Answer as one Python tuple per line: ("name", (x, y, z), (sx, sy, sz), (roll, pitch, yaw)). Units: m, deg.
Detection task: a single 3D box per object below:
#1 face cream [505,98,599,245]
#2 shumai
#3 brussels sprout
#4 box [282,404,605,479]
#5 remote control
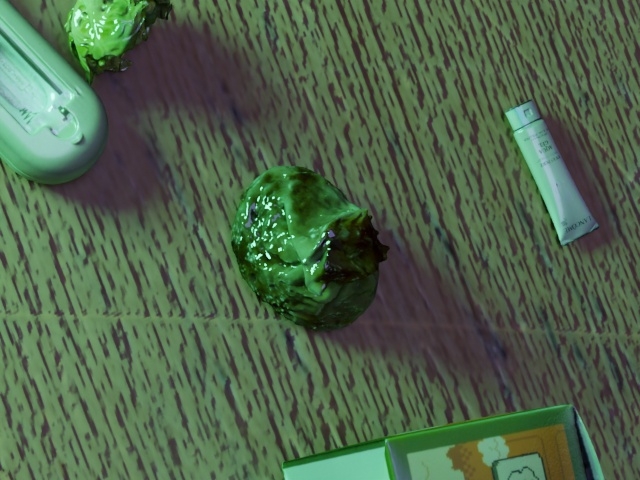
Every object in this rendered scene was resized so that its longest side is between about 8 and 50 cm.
("face cream", (0.176, -0.053, 1.279), (0.038, 0.020, 0.115), (-26, 92, -24))
("shumai", (-0.001, 0.001, 1.162), (0.124, 0.087, 0.099), (47, 68, -5))
("brussels sprout", (-0.140, -0.154, 1.151), (0.085, 0.085, 0.058), (-33, 89, -24))
("box", (0.086, 0.212, 1.092), (0.148, 0.195, 0.178), (-9, 81, -23))
("remote control", (-0.232, -0.130, 1.124), (0.221, 0.042, 0.078), (47, 68, -7))
